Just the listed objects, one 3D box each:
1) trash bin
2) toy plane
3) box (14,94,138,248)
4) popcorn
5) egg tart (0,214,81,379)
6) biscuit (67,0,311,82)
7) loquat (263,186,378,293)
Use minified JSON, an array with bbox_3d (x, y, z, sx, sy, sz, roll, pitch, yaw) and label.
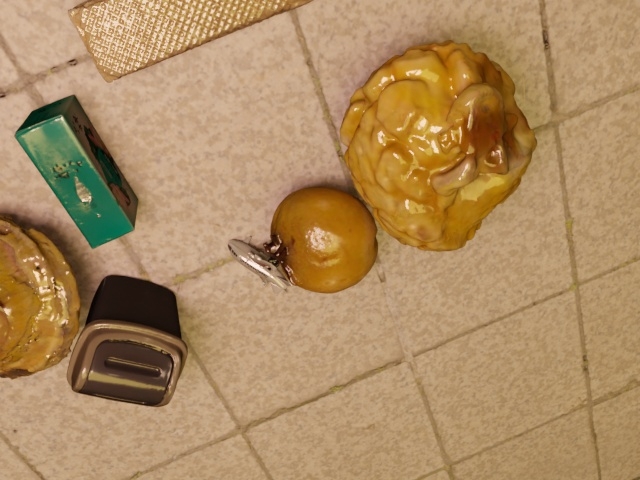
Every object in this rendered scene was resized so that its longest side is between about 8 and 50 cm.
[{"bbox_3d":[-0.390,0.209,1.162,0.209,0.290,0.182,18,111,-23],"label":"trash bin"},{"bbox_3d":[-0.133,0.053,1.261,0.171,0.162,0.065,46,70,3],"label":"toy plane"},{"bbox_3d":[-0.440,-0.128,1.052,0.092,0.153,0.245,-23,122,-1],"label":"box"},{"bbox_3d":[0.221,-0.186,1.107,0.354,0.344,0.390,34,137,13],"label":"popcorn"},{"bbox_3d":[-0.628,0.120,1.075,0.351,0.150,0.352,3,103,14],"label":"egg tart"},{"bbox_3d":[-0.213,-0.423,0.999,0.425,0.078,0.144,-22,119,-3],"label":"biscuit"},{"bbox_3d":[0.000,0.000,1.187,0.243,0.244,0.244,-6,118,-11],"label":"loquat"}]
